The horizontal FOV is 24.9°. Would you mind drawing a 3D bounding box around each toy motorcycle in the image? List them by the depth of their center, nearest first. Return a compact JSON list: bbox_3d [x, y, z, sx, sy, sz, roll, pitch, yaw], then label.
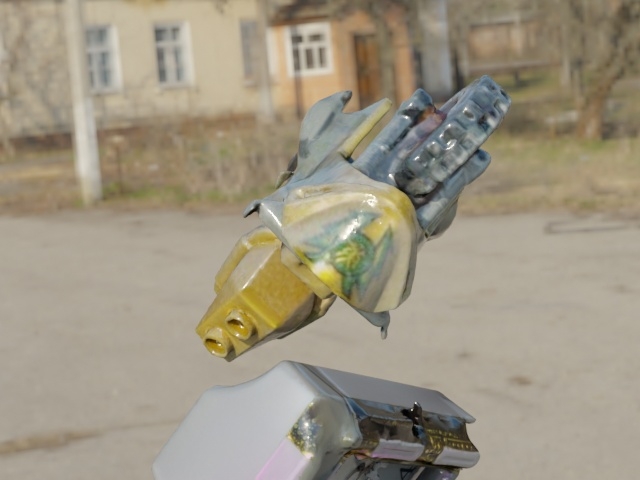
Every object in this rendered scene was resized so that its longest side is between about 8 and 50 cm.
[{"bbox_3d":[0.000,0.001,0.707,0.229,0.094,0.130,-38,12,50],"label":"toy motorcycle"}]

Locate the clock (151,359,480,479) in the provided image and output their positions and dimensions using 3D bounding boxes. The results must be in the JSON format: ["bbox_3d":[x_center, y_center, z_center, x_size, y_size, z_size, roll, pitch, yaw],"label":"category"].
[{"bbox_3d":[-0.035,0.176,0.810,0.083,0.253,0.186,42,12,31],"label":"clock"}]
